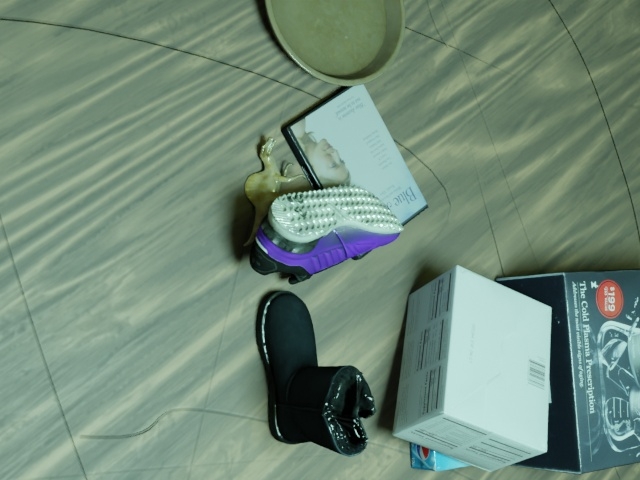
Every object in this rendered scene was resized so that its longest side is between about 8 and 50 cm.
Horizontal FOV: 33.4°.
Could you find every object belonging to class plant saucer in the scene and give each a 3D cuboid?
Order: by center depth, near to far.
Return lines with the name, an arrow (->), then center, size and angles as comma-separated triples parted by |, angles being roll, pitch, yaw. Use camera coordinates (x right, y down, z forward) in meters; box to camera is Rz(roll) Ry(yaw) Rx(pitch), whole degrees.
plant saucer -> 0.020, -0.388, 1.767 | 0.277, 0.041, 0.278 | 6, 79, -32

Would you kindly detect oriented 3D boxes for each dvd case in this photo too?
dvd case -> 0.061, -0.118, 1.777 | 0.180, 0.022, 0.253 | -37, 104, -31

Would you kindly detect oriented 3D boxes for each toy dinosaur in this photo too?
toy dinosaur -> -0.076, -0.066, 1.676 | 0.092, 0.053, 0.183 | 12, 75, -15

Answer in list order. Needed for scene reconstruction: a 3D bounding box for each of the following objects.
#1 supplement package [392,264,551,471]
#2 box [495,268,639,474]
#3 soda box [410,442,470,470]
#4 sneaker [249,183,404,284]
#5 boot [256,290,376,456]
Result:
supplement package -> 0.251, 0.211, 1.739 | 0.204, 0.145, 0.262 | 24, 56, -22
box -> 0.500, 0.225, 1.928 | 0.312, 0.179, 0.343 | -2, 86, -34
soda box -> 0.255, 0.344, 1.821 | 0.210, 0.067, 0.071 | -1, 85, -34
sneaker -> -0.001, -0.001, 1.671 | 0.293, 0.146, 0.102 | -4, 47, -46
boot -> -0.003, 0.192, 1.589 | 0.094, 0.207, 0.247 | 0, 84, -33
